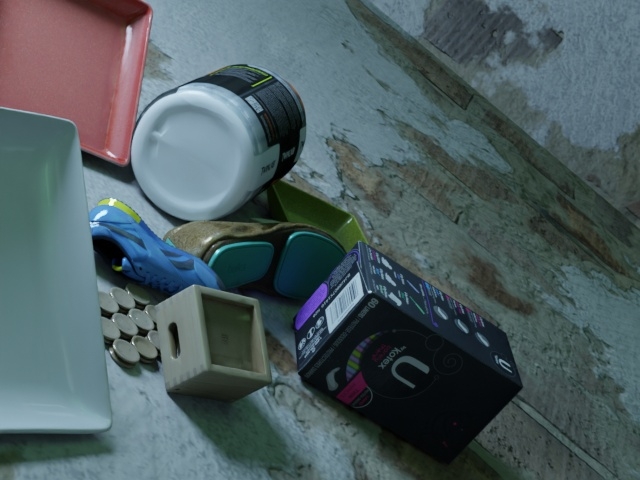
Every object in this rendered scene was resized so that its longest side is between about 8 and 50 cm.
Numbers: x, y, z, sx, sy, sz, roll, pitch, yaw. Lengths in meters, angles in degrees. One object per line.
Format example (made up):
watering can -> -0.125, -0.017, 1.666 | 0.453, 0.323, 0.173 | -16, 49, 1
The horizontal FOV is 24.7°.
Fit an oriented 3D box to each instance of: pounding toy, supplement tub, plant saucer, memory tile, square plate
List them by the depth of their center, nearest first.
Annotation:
square plate -> -0.355, 0.026, 1.442 | 0.347, 0.049, 0.344 | 8, 70, -55
memory tile -> -0.225, 0.101, 1.743 | 0.113, 0.012, 0.148 | 46, 21, 15
pounding toy -> -0.133, 0.117, 1.754 | 0.130, 0.100, 0.141 | 17, 54, -46
plant saucer -> -0.361, -0.254, 2.011 | 0.259, 0.048, 0.258 | 22, 65, -37
supplement tub -> -0.135, -0.152, 2.138 | 0.193, 0.193, 0.316 | 41, 22, 3
plant saucer -> 0.000, 0.000, 2.269 | 0.188, 0.045, 0.188 | 24, 26, -35

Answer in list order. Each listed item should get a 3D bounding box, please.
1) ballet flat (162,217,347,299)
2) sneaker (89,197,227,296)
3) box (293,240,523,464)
ballet flat -> -0.095, 0.016, 2.030 | 0.124, 0.116, 0.342 | 30, 18, 32
sneaker -> -0.213, 0.037, 1.833 | 0.209, 0.069, 0.082 | 38, 42, -16
box -> 0.116, 0.154, 1.996 | 0.270, 0.165, 0.143 | 32, 22, -20
